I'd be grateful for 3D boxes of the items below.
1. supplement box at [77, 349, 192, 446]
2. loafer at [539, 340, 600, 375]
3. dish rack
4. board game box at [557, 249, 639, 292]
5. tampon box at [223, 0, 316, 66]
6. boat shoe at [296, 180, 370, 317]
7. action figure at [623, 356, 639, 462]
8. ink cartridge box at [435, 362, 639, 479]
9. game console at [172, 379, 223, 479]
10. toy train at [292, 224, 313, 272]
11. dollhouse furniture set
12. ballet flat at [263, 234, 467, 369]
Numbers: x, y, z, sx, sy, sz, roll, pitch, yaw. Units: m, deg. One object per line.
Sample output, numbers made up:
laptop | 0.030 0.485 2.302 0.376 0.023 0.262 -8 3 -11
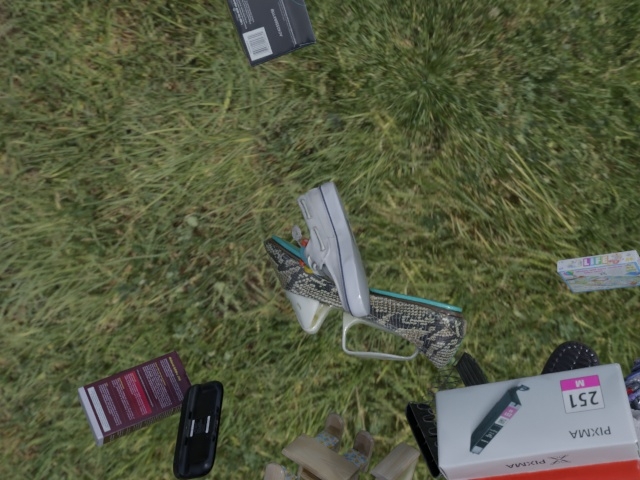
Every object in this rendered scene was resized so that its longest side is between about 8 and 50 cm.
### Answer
supplement box | -0.420 0.361 1.781 0.239 0.073 0.130 -19 68 -25
loafer | 0.477 0.389 1.645 0.134 0.130 0.366 36 84 26
dish rack | 0.315 0.409 1.844 0.074 0.208 0.271 2 132 -27
board game box | 0.572 0.065 1.567 0.154 0.103 0.026 -10 56 33
tampon box | -0.082 -0.337 1.131 0.101 0.161 0.120 -21 113 -3
boat shoe | 0.015 0.018 1.297 0.088 0.096 0.267 -20 59 8
action figure | 0.576 0.301 1.381 0.341 0.330 0.178 -32 80 14
ink cartridge box | 0.303 0.307 1.084 0.275 0.239 0.060 -13 134 18
game console | -0.237 0.444 1.515 0.213 0.361 0.044 -15 143 25
toy train | 0.000 0.000 1.512 0.046 0.166 0.125 -9 84 -24
dollhouse furniture set | 0.045 0.429 1.474 0.242 0.212 0.161 25 120 28
ballet flat | 0.067 0.150 1.665 0.483 0.164 0.182 21 89 12
